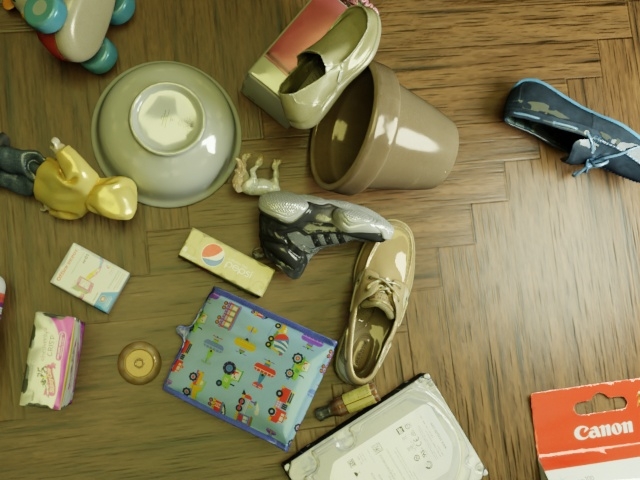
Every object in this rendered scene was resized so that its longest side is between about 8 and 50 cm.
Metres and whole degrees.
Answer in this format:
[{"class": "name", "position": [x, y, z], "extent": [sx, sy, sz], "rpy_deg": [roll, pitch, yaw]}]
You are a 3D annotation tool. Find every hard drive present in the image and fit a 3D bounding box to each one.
[{"class": "hard drive", "position": [0.125, 0.443, 1.858], "extent": [0.339, 0.064, 0.237], "rpy_deg": [-30, 88, -11]}]

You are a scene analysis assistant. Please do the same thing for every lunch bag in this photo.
[{"class": "lunch bag", "position": [-0.145, 0.233, 1.814], "extent": [0.293, 0.138, 0.221], "rpy_deg": [25, 82, 4]}]

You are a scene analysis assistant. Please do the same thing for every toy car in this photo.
[{"class": "toy car", "position": [-0.519, -0.452, 1.817], "extent": [0.238, 0.219, 0.210], "rpy_deg": [14, 81, 22]}]

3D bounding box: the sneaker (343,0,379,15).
[{"class": "sneaker", "position": [0.064, -0.487, 1.973], "extent": [0.057, 0.047, 0.119], "rpy_deg": [-44, 91, 0]}]

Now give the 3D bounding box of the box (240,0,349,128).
[{"class": "box", "position": [-0.032, -0.355, 1.884], "extent": [0.127, 0.148, 0.232], "rpy_deg": [39, 79, -4]}]

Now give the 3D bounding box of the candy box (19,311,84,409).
[{"class": "candy box", "position": [-0.470, 0.213, 1.696], "extent": [0.071, 0.233, 0.159], "rpy_deg": [9, 82, -8]}]

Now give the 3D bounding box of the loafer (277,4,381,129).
[{"class": "loafer", "position": [0.016, -0.329, 1.751], "extent": [0.102, 0.092, 0.268], "rpy_deg": [24, 78, 39]}]

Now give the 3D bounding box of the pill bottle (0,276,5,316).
[{"class": "pill bottle", "position": [-0.672, 0.207, 1.690], "extent": [0.181, 0.181, 0.323], "rpy_deg": [8, 82, -9]}]

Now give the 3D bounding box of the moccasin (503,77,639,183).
[{"class": "moccasin", "position": [0.527, -0.200, 1.978], "extent": [0.342, 0.138, 0.117], "rpy_deg": [29, 65, 8]}]

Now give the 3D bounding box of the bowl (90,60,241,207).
[{"class": "bowl", "position": [-0.293, -0.217, 1.831], "extent": [0.298, 0.134, 0.298], "rpy_deg": [1, 83, -9]}]

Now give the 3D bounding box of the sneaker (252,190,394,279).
[{"class": "sneaker", "position": [0.000, 0.000, 1.857], "extent": [0.268, 0.101, 0.153], "rpy_deg": [11, 109, -9]}]

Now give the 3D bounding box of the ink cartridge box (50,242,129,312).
[{"class": "ink cartridge box", "position": [-0.436, 0.072, 1.812], "extent": [0.122, 0.052, 0.088], "rpy_deg": [29, 80, -4]}]

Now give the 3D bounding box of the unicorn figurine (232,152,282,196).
[{"class": "unicorn figurine", "position": [-0.105, -0.108, 1.884], "extent": [0.162, 0.060, 0.111], "rpy_deg": [10, 90, -23]}]

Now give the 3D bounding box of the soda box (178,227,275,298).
[{"class": "soda box", "position": [-0.182, 0.045, 1.856], "extent": [0.181, 0.058, 0.061], "rpy_deg": [28, 79, -5]}]

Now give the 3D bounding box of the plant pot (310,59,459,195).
[{"class": "plant pot", "position": [0.136, -0.200, 1.865], "extent": [0.229, 0.263, 0.263], "rpy_deg": [13, 81, -26]}]

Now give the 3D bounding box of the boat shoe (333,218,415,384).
[{"class": "boat shoe", "position": [0.119, 0.119, 1.870], "extent": [0.121, 0.110, 0.341], "rpy_deg": [15, 81, -7]}]

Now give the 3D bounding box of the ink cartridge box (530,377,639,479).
[{"class": "ink cartridge box", "position": [0.601, 0.481, 1.920], "extent": [0.308, 0.091, 0.385], "rpy_deg": [-6, 85, -10]}]

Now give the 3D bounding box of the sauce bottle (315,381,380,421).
[{"class": "sauce bottle", "position": [0.053, 0.315, 1.860], "extent": [0.128, 0.042, 0.042], "rpy_deg": [-21, 87, 6]}]

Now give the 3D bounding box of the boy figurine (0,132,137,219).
[{"class": "boy figurine", "position": [-0.475, -0.114, 1.775], "extent": [0.285, 0.177, 0.092], "rpy_deg": [15, 41, 0]}]

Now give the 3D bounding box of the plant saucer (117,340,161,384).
[{"class": "plant saucer", "position": [-0.345, 0.234, 1.826], "extent": [0.083, 0.015, 0.083], "rpy_deg": [1, 83, -9]}]
